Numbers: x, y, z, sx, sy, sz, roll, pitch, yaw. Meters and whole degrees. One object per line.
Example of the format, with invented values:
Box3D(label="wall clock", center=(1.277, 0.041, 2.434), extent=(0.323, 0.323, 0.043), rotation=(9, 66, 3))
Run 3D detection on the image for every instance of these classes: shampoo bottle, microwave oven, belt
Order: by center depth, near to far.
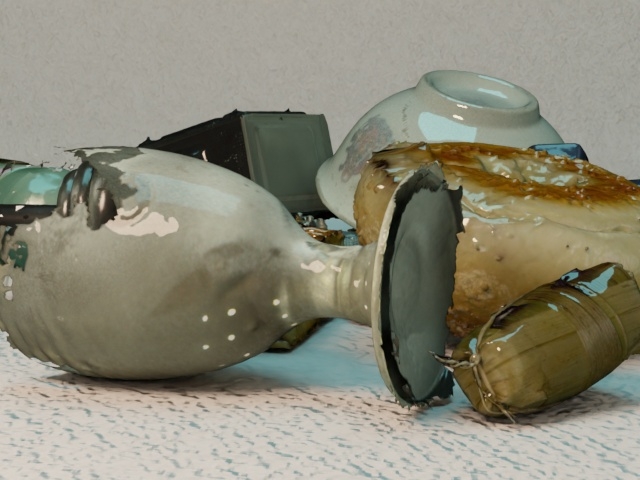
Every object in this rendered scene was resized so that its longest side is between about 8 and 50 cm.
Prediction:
Box3D(label="shampoo bottle", center=(-0.417, -0.032, 1.592), extent=(0.222, 0.151, 0.349), rotation=(3, 2, -36))
Box3D(label="belt", center=(0.001, 0.005, 1.706), extent=(0.179, 0.065, 0.100), rotation=(8, 18, 42))
Box3D(label="microwave oven", center=(-0.152, -0.106, 1.892), extent=(0.295, 0.181, 0.237), rotation=(-12, -4, 39))

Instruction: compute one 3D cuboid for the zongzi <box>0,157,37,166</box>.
Box3D(label="zongzi", center=(-0.448, -0.051, 1.894), extent=(0.300, 0.145, 0.274), rotation=(6, 9, -9))

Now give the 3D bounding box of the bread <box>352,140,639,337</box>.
Box3D(label="bread", center=(0.171, 0.003, 1.063), extent=(0.306, 0.158, 0.305), rotation=(12, 20, -4))

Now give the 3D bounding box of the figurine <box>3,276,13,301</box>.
Box3D(label="figurine", center=(-0.427, 0.032, 1.191), extent=(0.229, 0.112, 0.137), rotation=(12, 9, -21))

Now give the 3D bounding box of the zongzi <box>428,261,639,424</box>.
Box3D(label="zongzi", center=(0.130, 0.096, 0.853), extent=(0.189, 0.081, 0.178), rotation=(-22, -9, -31))

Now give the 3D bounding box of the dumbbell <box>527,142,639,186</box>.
Box3D(label="dumbbell", center=(0.385, -0.041, 1.286), extent=(0.325, 0.160, 0.144), rotation=(-1, -29, 14))

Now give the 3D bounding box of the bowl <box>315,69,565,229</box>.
Box3D(label="bowl", center=(0.221, -0.138, 1.746), extent=(0.435, 0.196, 0.435), rotation=(10, 25, -5))

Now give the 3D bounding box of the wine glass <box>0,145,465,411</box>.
Box3D(label="wine glass", center=(-0.075, 0.024, 0.870), extent=(0.357, 0.190, 0.190), rotation=(6, 7, 23))

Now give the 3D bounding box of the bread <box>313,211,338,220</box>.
Box3D(label="bread", center=(0.004, -0.078, 2.086), extent=(0.185, 0.109, 0.380), rotation=(-20, 5, -42))

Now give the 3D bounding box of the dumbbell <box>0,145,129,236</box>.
Box3D(label="dumbbell", center=(-0.367, -0.021, 1.344), extent=(0.406, 0.179, 0.179), rotation=(0, 5, 7))

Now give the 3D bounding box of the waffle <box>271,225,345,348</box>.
Box3D(label="waffle", center=(-0.093, 0.041, 1.171), extent=(0.213, 0.091, 0.308), rotation=(2, 7, 12))

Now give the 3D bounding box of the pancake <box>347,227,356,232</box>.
Box3D(label="pancake", center=(0.173, -0.013, 1.915), extent=(0.282, 0.049, 0.282), rotation=(0, 6, 0))
